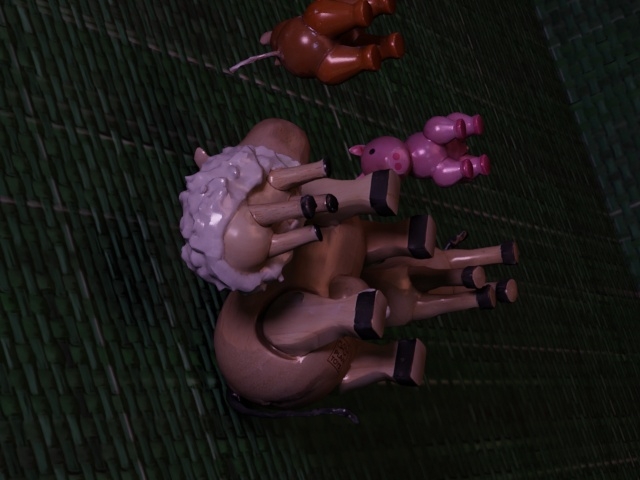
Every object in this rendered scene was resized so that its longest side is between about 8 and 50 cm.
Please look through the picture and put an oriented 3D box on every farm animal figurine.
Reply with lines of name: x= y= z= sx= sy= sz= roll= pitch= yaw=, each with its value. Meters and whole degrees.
farm animal figurine: x=0.000 y=0.000 z=1.423 sx=0.330 sy=0.172 sz=0.326 roll=62 pitch=32 yaw=-35
